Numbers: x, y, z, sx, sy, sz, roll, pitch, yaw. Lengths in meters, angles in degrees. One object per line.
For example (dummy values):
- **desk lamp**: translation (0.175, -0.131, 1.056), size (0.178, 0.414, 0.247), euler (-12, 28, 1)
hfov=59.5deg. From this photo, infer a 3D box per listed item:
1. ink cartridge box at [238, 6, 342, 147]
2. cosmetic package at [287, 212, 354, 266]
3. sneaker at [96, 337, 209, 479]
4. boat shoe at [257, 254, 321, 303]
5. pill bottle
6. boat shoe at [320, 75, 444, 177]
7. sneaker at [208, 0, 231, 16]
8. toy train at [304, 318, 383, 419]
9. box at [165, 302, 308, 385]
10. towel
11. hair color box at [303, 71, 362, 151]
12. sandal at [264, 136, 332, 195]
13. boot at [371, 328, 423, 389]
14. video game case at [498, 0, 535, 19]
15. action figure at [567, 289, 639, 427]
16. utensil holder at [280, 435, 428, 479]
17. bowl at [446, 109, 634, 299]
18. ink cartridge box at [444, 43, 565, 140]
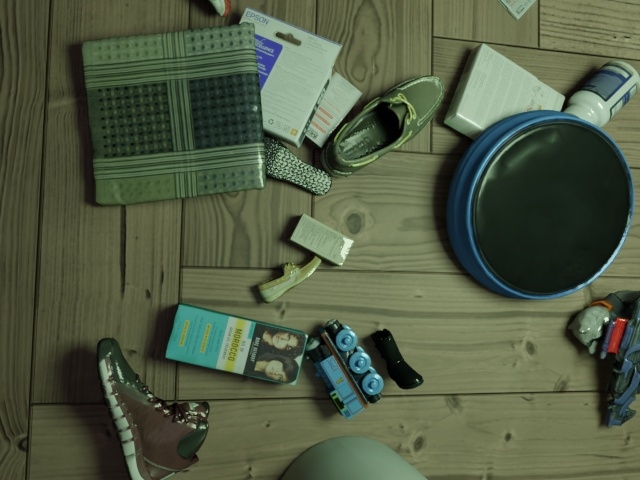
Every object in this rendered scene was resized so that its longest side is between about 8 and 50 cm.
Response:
- **ink cartridge box**: translation (-0.091, -0.310, 1.062), size (0.206, 0.045, 0.208), euler (25, 85, 6)
- **cosmetic package**: translation (0.000, 0.000, 1.091), size (0.115, 0.041, 0.060), euler (30, 81, -9)
- **sneaker**: translation (-0.288, 0.287, 0.997), size (0.162, 0.106, 0.282), euler (-17, 100, -18)
- **boat shoe**: translation (-0.060, 0.066, 1.071), size (0.135, 0.050, 0.045), euler (-36, 100, -11)
- **pill bottle**: translation (0.594, -0.299, 1.201), size (0.169, 0.094, 0.094), euler (-42, 96, -12)
- **boat shoe**: translation (0.136, -0.232, 1.105), size (0.305, 0.091, 0.109), euler (-38, 95, -11)
- **sneaker**: translation (-0.258, -0.506, 1.052), size (0.092, 0.088, 0.225), euler (-44, 96, 10)
- **toy train**: translation (0.044, 0.244, 1.071), size (0.105, 0.080, 0.184), euler (-31, 94, -6)
- **box**: translation (-0.154, 0.193, 1.039), size (0.244, 0.060, 0.101), euler (15, 84, -10)
- **towel**: translation (-0.266, -0.228, 1.022), size (0.324, 0.056, 0.312), euler (-5, 90, 1)
- **hair color box**: translation (0.012, -0.253, 1.105), size (0.072, 0.043, 0.141), euler (38, 80, -7)
- **sandal**: translation (-0.061, -0.140, 1.092), size (0.179, 0.040, 0.067), euler (28, 87, -24)
- **boot**: translation (0.144, 0.224, 1.073), size (0.045, 0.121, 0.099), euler (-24, 98, -14)
- **video game case**: translation (0.415, -0.554, 1.221), size (0.122, 0.011, 0.087), euler (44, 80, -7)
- **action figure**: translation (0.688, 0.224, 1.195), size (0.330, 0.178, 0.341), euler (10, 112, -5)
- **utensil holder**: translation (0.089, 0.526, 0.908), size (0.327, 0.385, 0.328), euler (1, 86, -12)
- **bowl**: translation (0.450, -0.065, 1.128), size (0.391, 0.077, 0.391), euler (-2, 100, -11)
- **ink cartridge box**: translation (0.388, -0.277, 1.174), size (0.224, 0.056, 0.181), euler (27, 75, -15)
